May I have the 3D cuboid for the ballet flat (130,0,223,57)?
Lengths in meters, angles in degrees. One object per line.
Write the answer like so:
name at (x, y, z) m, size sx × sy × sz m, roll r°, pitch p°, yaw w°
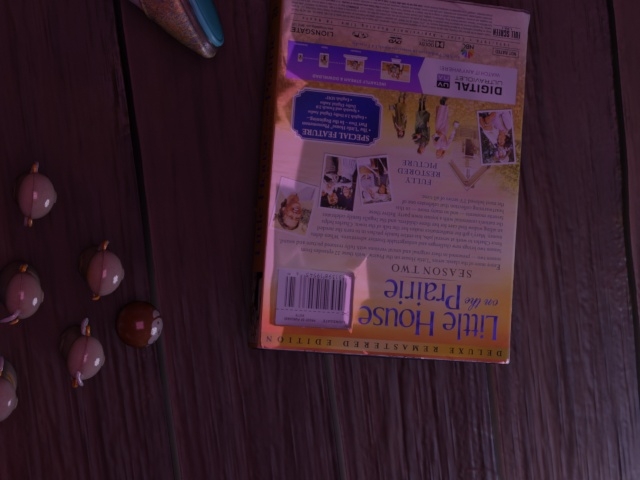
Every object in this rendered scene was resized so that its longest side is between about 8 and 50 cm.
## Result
ballet flat at (-0.212, -0.353, 1.572) m, size 0.123 × 0.123 × 0.348 m, roll -22°, pitch 100°, yaw -12°

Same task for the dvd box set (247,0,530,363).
dvd box set at (0.081, -0.074, 1.662) m, size 0.308 × 0.062 × 0.420 m, roll 4°, pitch 87°, yaw -16°

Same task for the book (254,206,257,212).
book at (0.000, 0.000, 1.688) m, size 0.096 × 0.035 × 0.144 m, roll -31°, pitch 100°, yaw -9°

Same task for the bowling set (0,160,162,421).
bowling set at (-0.259, 0.065, 1.562) m, size 0.200 × 0.154 × 0.286 m, roll 8°, pitch 93°, yaw -15°
